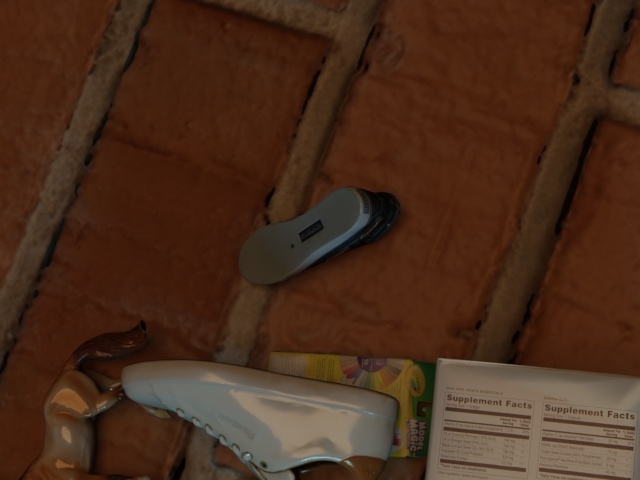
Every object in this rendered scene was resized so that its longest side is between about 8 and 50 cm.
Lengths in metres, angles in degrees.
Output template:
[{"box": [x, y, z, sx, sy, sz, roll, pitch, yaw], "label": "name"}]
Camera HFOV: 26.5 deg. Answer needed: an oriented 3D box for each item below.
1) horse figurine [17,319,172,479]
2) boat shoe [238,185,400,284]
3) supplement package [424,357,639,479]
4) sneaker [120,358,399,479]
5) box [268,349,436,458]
[{"box": [-0.246, 0.213, 1.463, 0.175, 0.066, 0.263, 8, 82, 7], "label": "horse figurine"}, {"box": [0.000, 0.000, 1.459, 0.183, 0.083, 0.065, -28, 72, 33], "label": "boat shoe"}, {"box": [0.204, 0.260, 1.286, 0.198, 0.199, 0.262, 4, 79, 14], "label": "supplement package"}, {"box": [-0.073, 0.192, 1.366, 0.290, 0.106, 0.123, 9, 79, 13], "label": "sneaker"}, {"box": [0.033, 0.172, 1.423, 0.179, 0.043, 0.105, 2, 79, 15], "label": "box"}]
